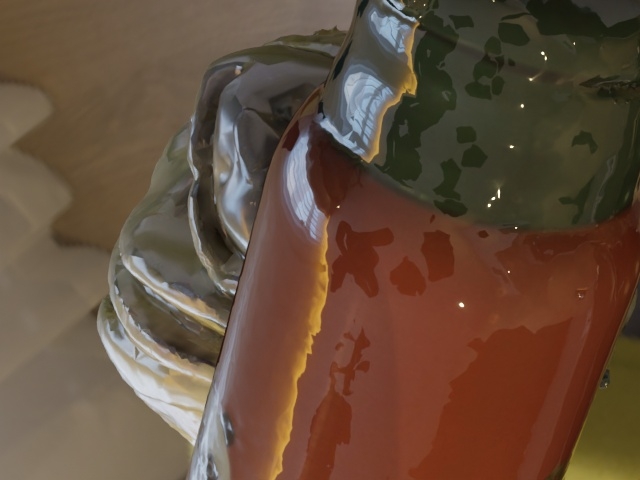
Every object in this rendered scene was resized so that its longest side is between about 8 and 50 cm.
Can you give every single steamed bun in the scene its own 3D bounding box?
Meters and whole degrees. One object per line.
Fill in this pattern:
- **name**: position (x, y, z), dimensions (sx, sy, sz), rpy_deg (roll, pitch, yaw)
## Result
- **steamed bun**: position (0.000, 0.000, 0.882), dimensions (0.280, 0.268, 0.207), rpy_deg (-25, 137, 18)

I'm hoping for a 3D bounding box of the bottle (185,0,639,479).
- **bottle**: position (0.032, 0.040, 0.612), dimensions (0.144, 0.144, 0.336), rpy_deg (26, 124, 16)
